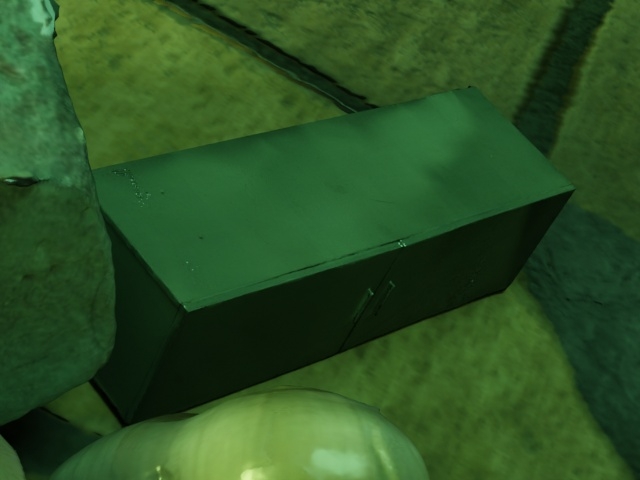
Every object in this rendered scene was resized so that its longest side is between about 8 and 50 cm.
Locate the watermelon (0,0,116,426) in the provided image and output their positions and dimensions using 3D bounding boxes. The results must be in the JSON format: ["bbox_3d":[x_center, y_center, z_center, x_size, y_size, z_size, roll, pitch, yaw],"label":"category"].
[{"bbox_3d":[-0.188,-0.022,0.634,0.258,0.228,0.387,35,42,-8],"label":"watermelon"}]

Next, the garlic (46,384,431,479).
[{"bbox_3d":[-0.028,0.098,0.637,0.124,0.174,0.099,14,64,-40],"label":"garlic"}]

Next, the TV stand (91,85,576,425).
[{"bbox_3d":[0.000,0.000,0.815,0.269,0.082,0.088,-16,55,-42],"label":"TV stand"}]

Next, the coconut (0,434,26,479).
[{"bbox_3d":[-0.146,0.102,0.566,0.110,0.124,0.110,18,46,-20],"label":"coconut"}]
